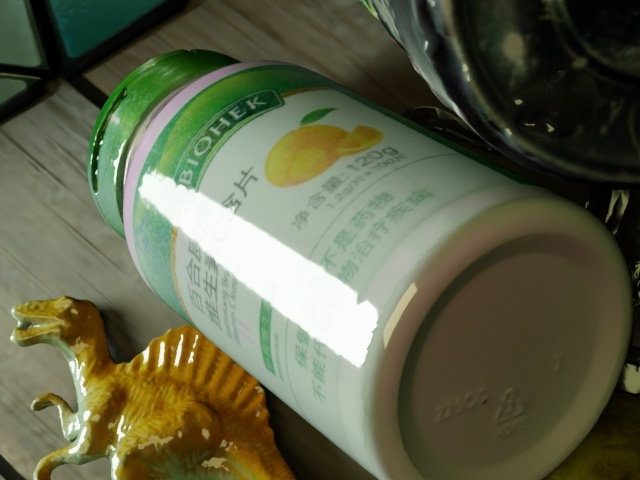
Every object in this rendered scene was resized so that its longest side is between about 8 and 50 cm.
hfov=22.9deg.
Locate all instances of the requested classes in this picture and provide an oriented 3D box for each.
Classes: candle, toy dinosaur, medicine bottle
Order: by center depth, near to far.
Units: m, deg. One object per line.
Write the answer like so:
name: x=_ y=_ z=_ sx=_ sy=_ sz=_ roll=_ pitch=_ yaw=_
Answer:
candle: x=0.089 y=-0.159 z=0.683 sx=0.187 sy=0.330 sz=0.187 roll=-6 pitch=116 yaw=-12
medicine bottle: x=0.000 y=0.000 z=0.694 sx=0.274 sy=0.133 sz=0.133 roll=32 pitch=101 yaw=51
toy dinosaur: x=-0.065 y=0.098 z=0.817 sx=0.212 sy=0.057 sz=0.142 roll=0 pitch=69 yaw=10

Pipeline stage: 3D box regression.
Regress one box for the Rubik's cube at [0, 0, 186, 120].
Rubik's cube: x=-0.280 y=-0.117 z=0.888 sx=0.250 sy=0.284 sz=0.234 roll=52 pitch=129 yaw=40

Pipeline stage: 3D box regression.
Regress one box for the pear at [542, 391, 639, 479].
pear: x=0.103 y=0.142 z=0.691 sx=0.162 sy=0.149 sz=0.149 roll=-39 pitch=76 yaw=18

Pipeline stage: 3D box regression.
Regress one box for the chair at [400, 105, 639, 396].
chair: x=0.114 y=0.005 z=0.715 sx=0.229 sy=0.113 sz=0.106 roll=15 pitch=92 yaw=17
